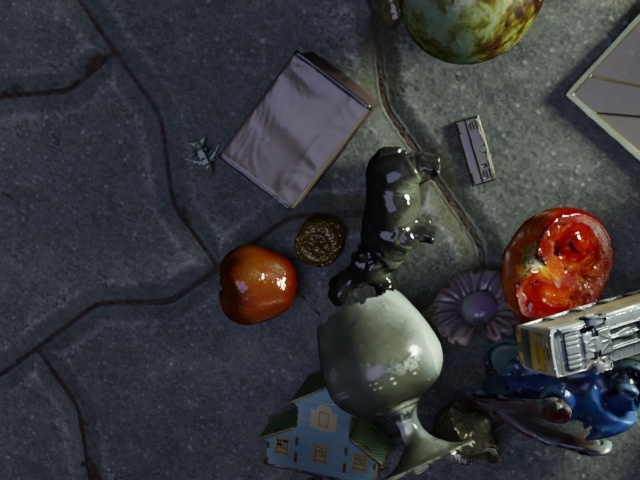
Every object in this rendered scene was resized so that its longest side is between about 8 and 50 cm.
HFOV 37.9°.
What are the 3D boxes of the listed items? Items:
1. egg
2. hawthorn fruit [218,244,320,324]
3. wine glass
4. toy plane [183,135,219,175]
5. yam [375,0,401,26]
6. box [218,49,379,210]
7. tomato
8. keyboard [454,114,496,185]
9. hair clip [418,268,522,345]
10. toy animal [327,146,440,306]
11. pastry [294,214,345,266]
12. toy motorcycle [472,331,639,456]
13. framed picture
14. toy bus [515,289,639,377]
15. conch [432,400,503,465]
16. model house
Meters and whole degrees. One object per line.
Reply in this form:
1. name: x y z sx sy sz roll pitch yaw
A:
1. egg: 0.273 -0.441 1.612 0.289 0.238 0.238 -41 89 -1
2. hawthorn fruit: -0.104 0.091 1.884 0.203 0.162 0.163 0 102 -7
3. wine glass: 0.130 0.266 1.703 0.238 0.238 0.323 -27 76 19
4. toy plane: -0.240 -0.172 1.915 0.080 0.033 0.083 -22 95 4
5. yam: 0.087 -0.544 1.730 0.066 0.066 0.300 -25 95 19
6. box: -0.036 -0.217 1.787 0.188 0.153 0.252 37 108 4
7. tomato: 0.418 0.047 1.712 0.200 0.139 0.233 25 94 -30
8. keyboard: 0.296 -0.171 1.777 0.049 0.015 0.129 -15 98 23
9. hair clip: 0.240 0.141 1.799 0.300 0.173 0.069 -16 137 27
10. toy animal: 0.135 -0.012 1.800 0.168 0.106 0.343 19 104 2
11. pastry: 0.000 0.000 1.875 0.097 0.057 0.109 41 111 -2
12. toy motorcycle: 0.462 0.281 1.768 0.319 0.241 0.182 13 65 18
13. framed picture: 0.636 -0.244 1.663 0.324 0.020 0.240 42 109 4
14. toy bus: 0.513 0.157 1.637 0.342 0.138 0.097 -13 95 -26
15. conch: 0.279 0.399 1.842 0.155 0.130 0.207 46 134 6
16. model house: 0.022 0.352 1.875 0.271 0.178 0.206 10 110 16
